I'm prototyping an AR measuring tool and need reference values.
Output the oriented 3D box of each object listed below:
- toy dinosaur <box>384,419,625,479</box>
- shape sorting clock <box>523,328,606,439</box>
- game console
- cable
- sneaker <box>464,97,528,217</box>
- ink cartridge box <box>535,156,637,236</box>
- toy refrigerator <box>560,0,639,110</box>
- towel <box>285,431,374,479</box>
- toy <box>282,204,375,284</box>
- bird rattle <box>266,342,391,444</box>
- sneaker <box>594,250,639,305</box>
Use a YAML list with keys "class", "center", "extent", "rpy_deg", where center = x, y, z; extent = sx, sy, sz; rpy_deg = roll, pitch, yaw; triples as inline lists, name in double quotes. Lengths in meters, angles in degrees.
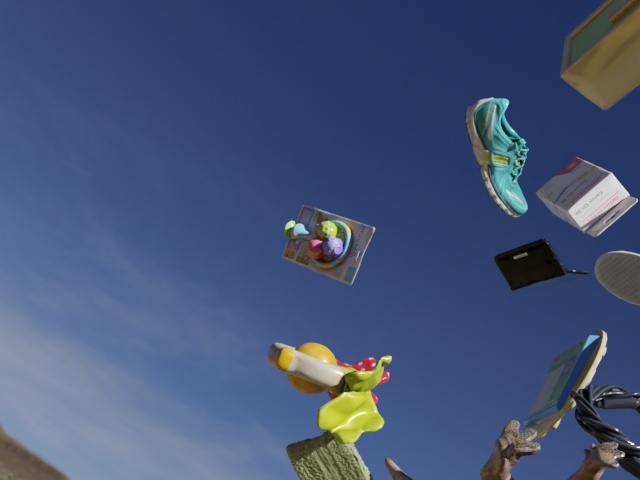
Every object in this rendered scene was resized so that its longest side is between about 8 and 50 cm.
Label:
- class: "toy dinosaur"
  center: [0.170, 0.257, 0.607]
  extent: [0.296, 0.127, 0.200]
  rpy_deg: [6, -64, 26]
- class: "shape sorting clock"
  center: [0.385, 0.227, 1.298]
  extent: [0.040, 0.206, 0.206]
  rpy_deg: [31, -25, 6]
- class: "game console"
  center: [0.390, 0.044, 1.468]
  extent: [0.122, 0.071, 0.107]
  rpy_deg: [-26, -83, 50]
- class: "cable"
  center: [0.421, 0.249, 1.114]
  extent: [0.185, 0.150, 0.047]
  rpy_deg: [34, -53, 12]
- class: "sneaker"
  center: [0.402, -0.178, 1.812]
  extent: [0.110, 0.107, 0.275]
  rpy_deg: [-16, -75, 26]
- class: "ink cartridge box"
  center: [0.526, -0.088, 1.648]
  extent: [0.067, 0.115, 0.198]
  rpy_deg: [46, 5, -19]
- class: "toy refrigerator"
  center: [0.432, -0.298, 1.058]
  extent: [0.094, 0.102, 0.269]
  rpy_deg: [33, -42, -14]
- class: "towel"
  center: [0.016, 0.362, 1.316]
  extent: [0.110, 0.027, 0.148]
  rpy_deg: [-22, -61, 9]
- class: "toy"
  center: [0.000, 0.000, 1.858]
  extent: [0.056, 0.136, 0.237]
  rpy_deg: [25, -4, -42]
- class: "bird rattle"
  center: [0.018, 0.203, 1.296]
  extent: [0.207, 0.143, 0.253]
  rpy_deg: [24, 3, -4]
- class: "sneaker"
  center: [0.851, 0.113, 2.065]
  extent: [0.321, 0.126, 0.127]
  rpy_deg: [21, 10, 30]
